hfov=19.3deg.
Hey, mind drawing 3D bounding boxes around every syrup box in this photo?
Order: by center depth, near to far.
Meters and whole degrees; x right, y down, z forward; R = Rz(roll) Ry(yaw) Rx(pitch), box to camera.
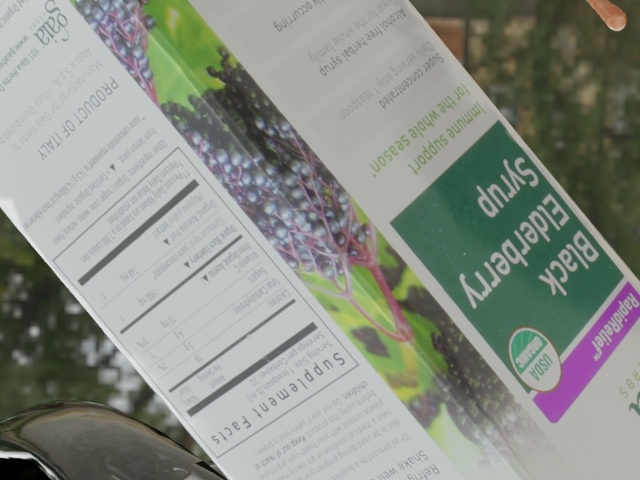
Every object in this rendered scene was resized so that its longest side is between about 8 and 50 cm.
[{"bbox_3d":[0.000,0.000,0.525,0.096,0.237,0.093,-39,-178,44],"label":"syrup box"}]

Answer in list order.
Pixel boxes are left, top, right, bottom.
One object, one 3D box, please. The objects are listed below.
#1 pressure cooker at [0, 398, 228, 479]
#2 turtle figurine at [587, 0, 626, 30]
[{"bbox_3d":[-0.046,0.271,0.815,0.370,0.420,0.375,-12,-168,23],"label":"pressure cooker"},{"bbox_3d":[0.281,-0.105,1.036,0.217,0.087,0.269,-37,-116,-25],"label":"turtle figurine"}]
